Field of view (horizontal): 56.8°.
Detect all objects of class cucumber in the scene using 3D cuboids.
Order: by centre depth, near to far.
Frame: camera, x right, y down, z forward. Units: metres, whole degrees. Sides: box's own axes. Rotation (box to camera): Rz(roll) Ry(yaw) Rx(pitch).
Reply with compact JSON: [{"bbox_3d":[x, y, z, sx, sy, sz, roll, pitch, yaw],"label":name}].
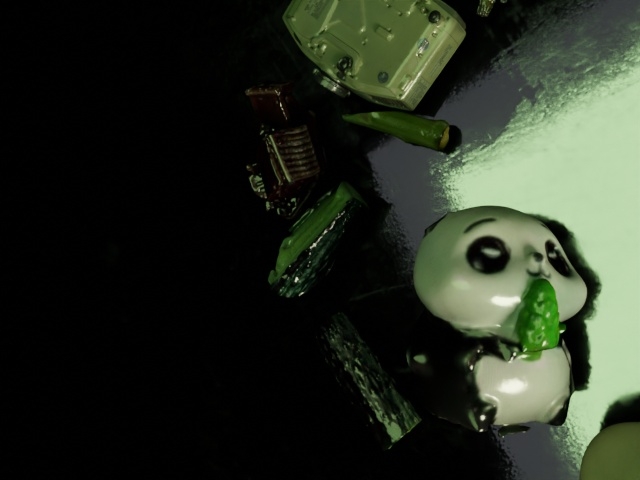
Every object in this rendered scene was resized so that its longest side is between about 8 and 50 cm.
[{"bbox_3d":[0.060,0.215,0.911,0.078,0.062,0.211,-48,67,23],"label":"cucumber"},{"bbox_3d":[0.000,0.000,0.942,0.085,0.115,0.193,32,106,-17],"label":"cucumber"}]

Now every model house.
[{"bbox_3d":[-0.069,-0.151,0.939,0.141,0.164,0.203,-23,76,24],"label":"model house"}]

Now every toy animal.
[{"bbox_3d":[0.216,0.092,0.733,0.212,0.212,0.267,10,101,32],"label":"toy animal"}]

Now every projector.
[{"bbox_3d":[0.062,-0.316,0.900,0.269,0.088,0.194,42,108,25],"label":"projector"}]

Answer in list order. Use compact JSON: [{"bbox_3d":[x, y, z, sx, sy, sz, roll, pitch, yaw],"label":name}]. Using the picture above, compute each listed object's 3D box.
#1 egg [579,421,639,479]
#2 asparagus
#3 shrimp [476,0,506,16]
[{"bbox_3d":[0.393,0.304,0.630,0.241,0.186,0.186,40,110,34],"label":"egg"},{"bbox_3d":[0.112,-0.177,0.896,0.178,0.045,0.041,24,69,30],"label":"asparagus"},{"bbox_3d":[0.219,-0.418,0.830,0.150,0.051,0.217,10,87,35],"label":"shrimp"}]
